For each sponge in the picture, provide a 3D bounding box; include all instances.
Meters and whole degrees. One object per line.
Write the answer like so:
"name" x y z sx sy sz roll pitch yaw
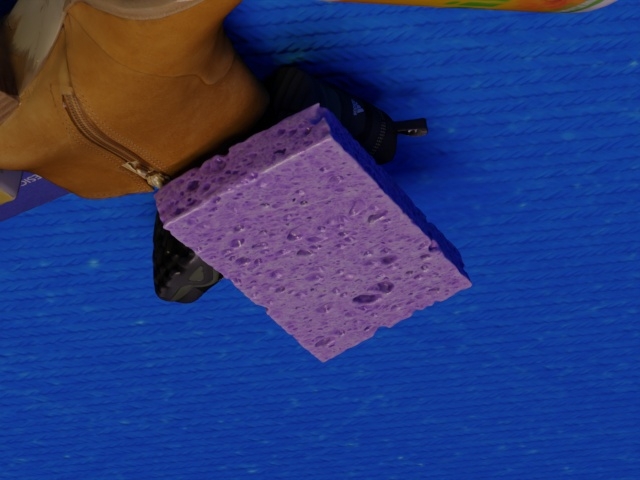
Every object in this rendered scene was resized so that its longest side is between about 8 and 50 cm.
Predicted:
"sponge" 0.000 0.000 1.178 0.117 0.031 0.210 -27 145 15

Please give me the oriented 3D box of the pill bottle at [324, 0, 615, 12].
"pill bottle" 0.035 -0.173 0.854 0.246 0.136 0.136 -3 155 -38

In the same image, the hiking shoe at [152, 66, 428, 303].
"hiking shoe" -0.027 -0.017 1.230 0.114 0.086 0.227 16 144 -27

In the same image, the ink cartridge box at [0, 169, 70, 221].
"ink cartridge box" -0.347 -0.026 1.186 0.304 0.072 0.307 -21 145 26

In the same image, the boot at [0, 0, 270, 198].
"boot" -0.078 -0.116 1.056 0.295 0.104 0.211 -23 155 24
